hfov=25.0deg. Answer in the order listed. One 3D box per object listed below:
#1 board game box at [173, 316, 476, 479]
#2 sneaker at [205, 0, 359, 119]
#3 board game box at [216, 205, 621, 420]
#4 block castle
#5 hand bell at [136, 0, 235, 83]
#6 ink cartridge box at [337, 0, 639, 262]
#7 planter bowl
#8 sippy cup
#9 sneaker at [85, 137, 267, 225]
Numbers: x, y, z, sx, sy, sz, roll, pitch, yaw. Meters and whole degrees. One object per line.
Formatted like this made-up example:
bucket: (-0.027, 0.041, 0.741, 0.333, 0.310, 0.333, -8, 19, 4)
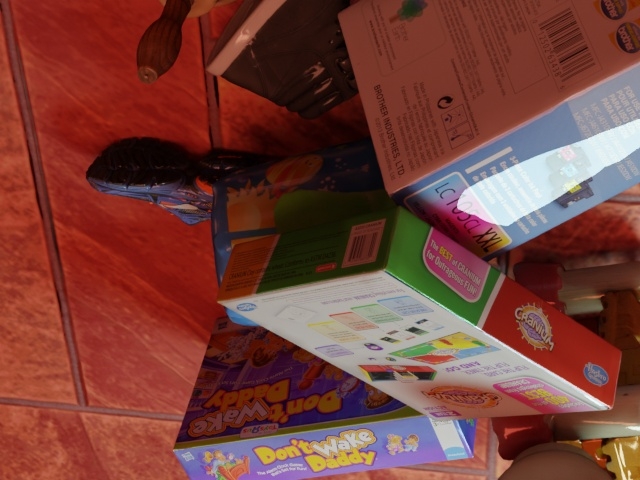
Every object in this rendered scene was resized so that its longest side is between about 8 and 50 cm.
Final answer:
board game box: (0.018, 0.172, 1.735, 0.347, 0.233, 0.078, -11, 126, 20)
sneaker: (0.016, -0.239, 1.493, 0.147, 0.104, 0.296, 31, 133, -17)
board game box: (0.096, 0.083, 1.389, 0.316, 0.064, 0.242, 32, 152, -33)
block castle: (0.315, 0.264, 1.701, 0.212, 0.303, 0.453, -8, 125, 20)
hand bell: (-0.145, -0.228, 1.438, 0.126, 0.242, 0.126, 6, 130, 8)
ink cartridge box: (0.236, -0.182, 1.332, 0.395, 0.270, 0.151, -29, 136, 17)
planter bowl: (0.238, 0.275, 1.467, 0.162, 0.109, 0.162, 3, 126, 4)
sippy cup: (0.000, 0.000, 1.572, 0.224, 0.240, 0.305, -6, 137, 1)
sneaker: (-0.168, -0.057, 1.691, 0.221, 0.083, 0.087, 10, 135, 7)
